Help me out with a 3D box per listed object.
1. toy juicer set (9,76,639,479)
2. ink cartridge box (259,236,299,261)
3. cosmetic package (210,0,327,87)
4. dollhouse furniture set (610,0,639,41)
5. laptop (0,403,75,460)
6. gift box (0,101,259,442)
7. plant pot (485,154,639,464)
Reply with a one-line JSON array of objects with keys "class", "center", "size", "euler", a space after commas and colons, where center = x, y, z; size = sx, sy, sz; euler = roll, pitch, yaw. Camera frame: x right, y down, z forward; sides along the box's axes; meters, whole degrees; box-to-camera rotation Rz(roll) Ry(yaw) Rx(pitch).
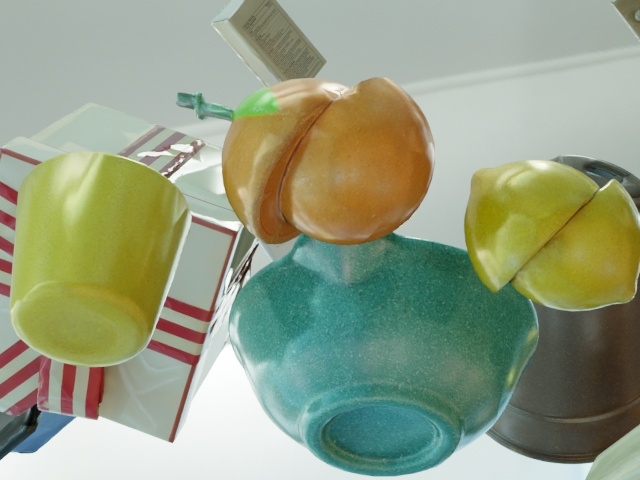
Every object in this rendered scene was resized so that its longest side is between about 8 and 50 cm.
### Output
[{"class": "toy juicer set", "center": [0.054, 0.034, 0.497], "size": [0.329, 0.209, 0.089], "euler": [35, -139, -32]}, {"class": "ink cartridge box", "center": [0.000, 0.000, 1.786], "size": [0.154, 0.093, 0.212], "euler": [-33, -84, 0]}, {"class": "cosmetic package", "center": [-0.053, -0.206, 1.246], "size": [0.115, 0.041, 0.060], "euler": [49, -114, -26]}, {"class": "dollhouse furniture set", "center": [0.311, -0.279, 1.076], "size": [0.123, 0.144, 0.151], "euler": [-37, -4, 4]}, {"class": "laptop", "center": [-0.347, 0.239, 1.433], "size": [0.382, 0.408, 0.236], "euler": [-40, -63, 22]}, {"class": "gift box", "center": [-0.212, 0.028, 1.153], "size": [0.258, 0.276, 0.255], "euler": [-66, -10, -70]}, {"class": "plant pot", "center": [0.171, 0.041, 0.829], "size": [0.167, 0.167, 0.165], "euler": [-40, -37, -22]}]
